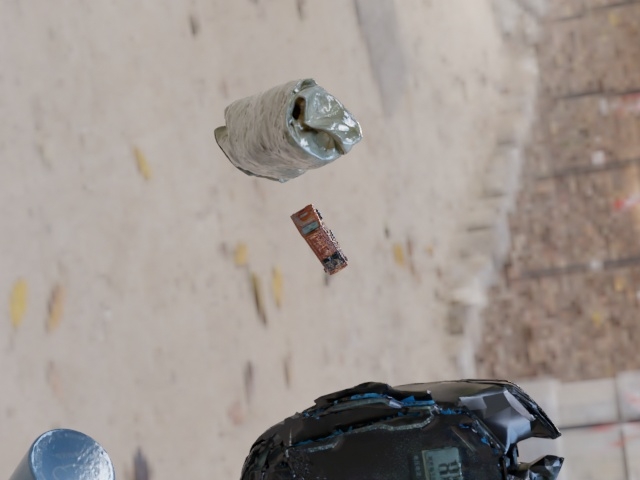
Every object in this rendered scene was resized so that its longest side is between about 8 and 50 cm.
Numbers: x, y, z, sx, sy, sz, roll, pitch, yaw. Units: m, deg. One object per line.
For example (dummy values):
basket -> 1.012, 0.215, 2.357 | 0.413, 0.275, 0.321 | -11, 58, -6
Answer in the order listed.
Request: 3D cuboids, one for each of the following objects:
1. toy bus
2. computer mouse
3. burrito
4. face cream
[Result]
toy bus -> 0.000, 0.000, 1.798 | 0.043, 0.031, 0.110 | 61, 3, 31
computer mouse -> 0.058, 0.163, 1.230 | 0.077, 0.242, 0.146 | -79, 162, -71
burrito -> -0.026, -0.083, 1.267 | 0.059, 0.082, 0.275 | -58, -171, -8
face cream -> -0.253, 0.256, 1.386 | 0.250, 0.077, 0.077 | -54, -164, 39
